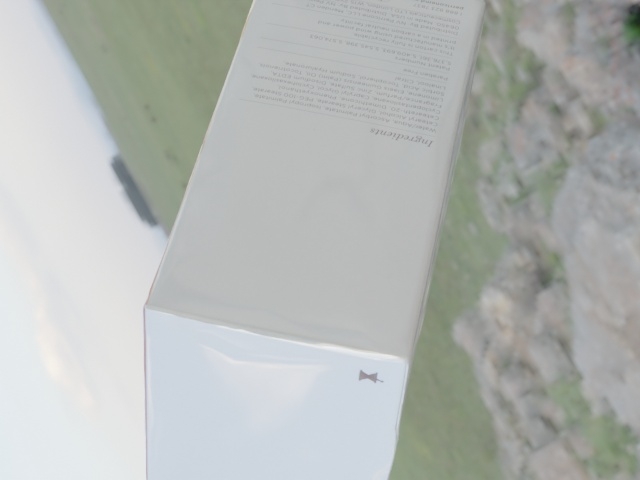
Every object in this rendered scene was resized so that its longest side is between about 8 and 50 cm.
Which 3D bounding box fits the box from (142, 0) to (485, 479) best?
[{"bbox_3d":[0.000,0.000,1.117,0.215,0.168,0.345,97,-173,-48],"label":"box"}]
